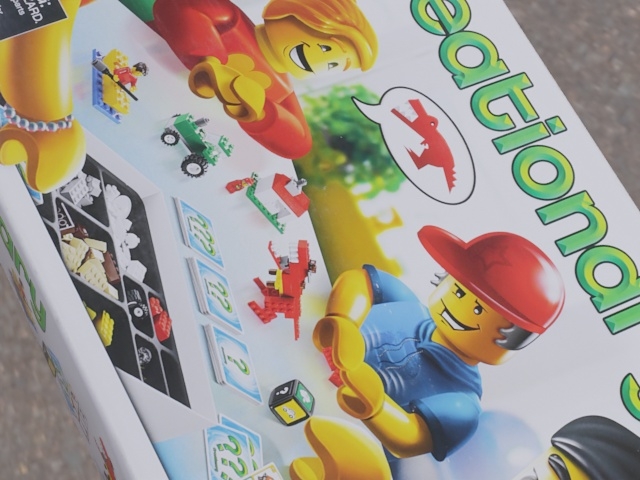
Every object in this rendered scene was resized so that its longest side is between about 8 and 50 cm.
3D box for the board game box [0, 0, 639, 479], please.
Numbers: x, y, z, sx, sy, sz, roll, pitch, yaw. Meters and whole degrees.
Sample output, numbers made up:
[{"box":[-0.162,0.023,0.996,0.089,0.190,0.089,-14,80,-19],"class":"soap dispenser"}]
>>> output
[{"box":[0.000,0.000,0.519,0.193,0.305,0.053,-22,158,-21],"class":"board game box"}]
